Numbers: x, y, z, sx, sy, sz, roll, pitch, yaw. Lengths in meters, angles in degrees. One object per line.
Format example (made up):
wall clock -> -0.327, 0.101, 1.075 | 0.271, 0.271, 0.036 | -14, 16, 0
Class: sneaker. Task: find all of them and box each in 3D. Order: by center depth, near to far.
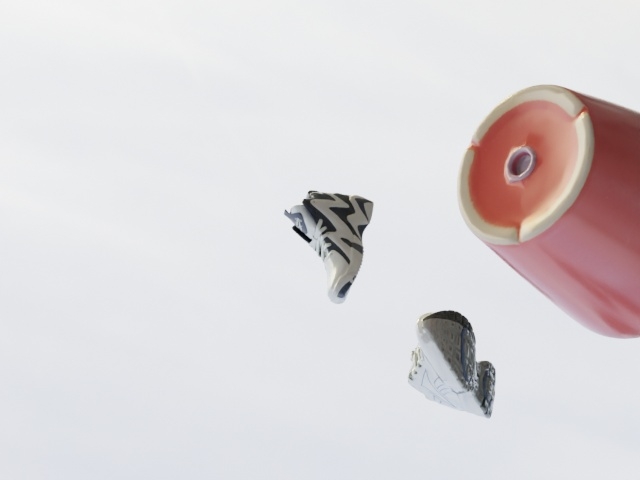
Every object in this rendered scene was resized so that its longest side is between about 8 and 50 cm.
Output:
sneaker -> 0.190, 0.203, 2.151 | 0.297, 0.129, 0.111 | 60, -144, -52
sneaker -> 0.000, 0.000, 2.399 | 0.153, 0.094, 0.235 | 18, -124, -4

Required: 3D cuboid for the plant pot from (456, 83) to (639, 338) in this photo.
plant pot -> 0.308, -0.049, 1.589 | 0.243, 0.275, 0.275 | 24, -146, -38
